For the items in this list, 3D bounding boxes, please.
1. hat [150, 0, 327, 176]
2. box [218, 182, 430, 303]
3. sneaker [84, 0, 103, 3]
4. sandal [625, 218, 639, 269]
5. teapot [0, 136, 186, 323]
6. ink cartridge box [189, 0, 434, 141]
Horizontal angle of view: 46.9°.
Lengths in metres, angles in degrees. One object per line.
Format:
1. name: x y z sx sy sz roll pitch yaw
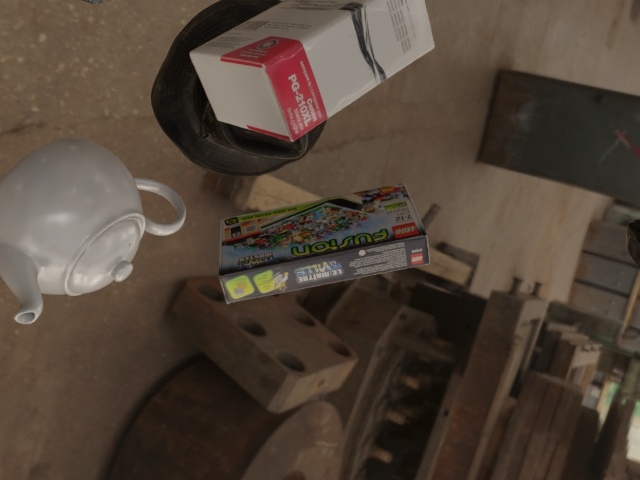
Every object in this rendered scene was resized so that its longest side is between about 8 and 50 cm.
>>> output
1. hat: -0.089 -0.208 1.163 0.331 0.134 0.331 -17 133 -20
2. box: 0.000 0.000 0.765 0.114 0.207 0.036 -102 180 -58
3. sneaker: -0.380 -0.572 1.351 0.283 0.122 0.110 -59 149 8
4. sandal: 0.301 0.013 0.586 0.254 0.097 0.054 -78 167 -72
5. teapot: -0.343 -0.013 1.071 0.256 0.187 0.252 -51 171 -4
6. ink cartridge box: -0.007 -0.229 0.886 0.237 0.172 0.100 -36 125 -23
